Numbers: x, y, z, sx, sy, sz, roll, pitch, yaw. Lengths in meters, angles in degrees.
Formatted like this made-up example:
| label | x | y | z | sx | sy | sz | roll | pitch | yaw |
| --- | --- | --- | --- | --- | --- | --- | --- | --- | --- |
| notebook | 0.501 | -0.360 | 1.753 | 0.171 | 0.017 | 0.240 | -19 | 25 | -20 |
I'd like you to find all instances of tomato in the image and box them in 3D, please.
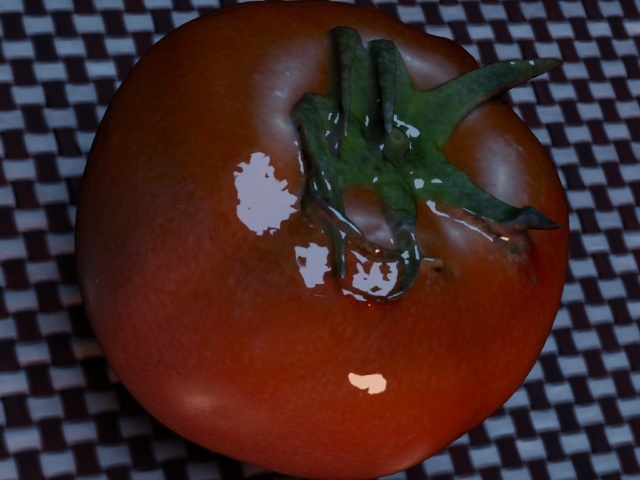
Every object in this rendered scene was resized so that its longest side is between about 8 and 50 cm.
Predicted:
| label | x | y | z | sx | sy | sz | roll | pitch | yaw |
| --- | --- | --- | --- | --- | --- | --- | --- | --- | --- |
| tomato | 0.000 | 0.000 | 0.949 | 0.255 | 0.224 | 0.256 | 12 | 55 | -18 |
